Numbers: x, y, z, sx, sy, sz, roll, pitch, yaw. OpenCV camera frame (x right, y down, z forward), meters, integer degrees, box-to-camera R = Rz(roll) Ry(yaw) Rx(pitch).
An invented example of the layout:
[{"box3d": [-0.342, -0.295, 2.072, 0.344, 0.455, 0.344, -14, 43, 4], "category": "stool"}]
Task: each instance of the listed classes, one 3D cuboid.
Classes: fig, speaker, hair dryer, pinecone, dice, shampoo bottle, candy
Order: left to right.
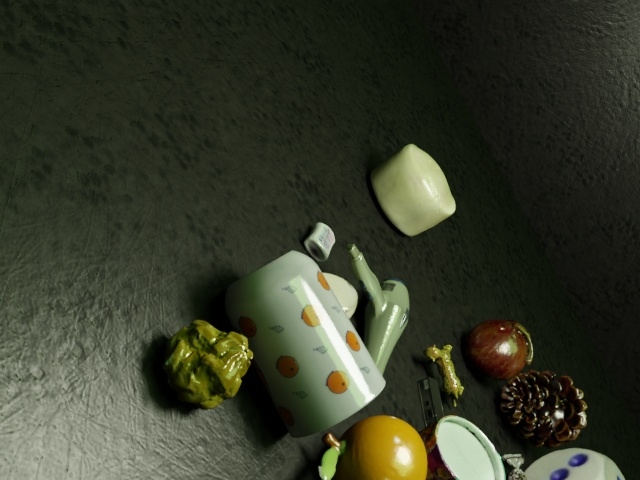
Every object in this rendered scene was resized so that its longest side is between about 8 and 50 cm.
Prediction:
[{"box3d": [0.000, 0.000, 1.838, 0.072, 0.043, 0.099, 53, 30, -17], "category": "shampoo bottle"}, {"box3d": [0.119, 0.194, 1.785, 0.298, 0.119, 0.295, 40, 49, -51], "category": "hair dryer"}, {"box3d": [0.293, 0.453, 1.933, 0.046, 0.040, 0.191, 29, 44, -44], "category": "speaker"}, {"box3d": [0.545, 0.326, 2.272, 0.205, 0.205, 0.205, 37, 38, -37], "category": "fig"}, {"box3d": [0.559, 0.706, 2.128, 0.094, 0.051, 0.226, 28, 42, -18], "category": "candy"}, {"box3d": [0.678, 0.510, 2.296, 0.292, 0.246, 0.246, 29, 44, -41], "category": "pinecone"}, {"box3d": [0.753, 0.775, 2.179, 0.243, 0.259, 0.251, 59, 29, -11], "category": "dice"}]

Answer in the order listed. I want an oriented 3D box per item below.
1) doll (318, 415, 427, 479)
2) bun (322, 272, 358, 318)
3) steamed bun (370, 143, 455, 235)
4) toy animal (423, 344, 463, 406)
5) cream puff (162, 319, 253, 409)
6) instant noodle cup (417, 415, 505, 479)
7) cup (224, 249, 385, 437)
[{"box3d": [0.094, 0.440, 1.491, 0.236, 0.213, 0.213, 33, 39, -19], "category": "doll"}, {"box3d": [0.011, 0.145, 1.698, 0.138, 0.094, 0.138, 13, 37, -10], "category": "bun"}, {"box3d": [0.272, -0.144, 2.220, 0.250, 0.200, 0.155, 55, 32, -8], "category": "steamed bun"}, {"box3d": [0.338, 0.366, 2.012, 0.136, 0.073, 0.181, 26, 47, -77], "category": "toy animal"}, {"box3d": [-0.189, 0.209, 1.283, 0.156, 0.156, 0.121, 56, 0, -13], "category": "cream puff"}, {"box3d": [0.269, 0.514, 1.629, 0.251, 0.190, 0.251, 28, 34, -20], "category": "instant noodle cup"}, {"box3d": [-0.040, 0.190, 1.456, 0.317, 0.212, 0.212, 62, 30, 0], "category": "cup"}]
